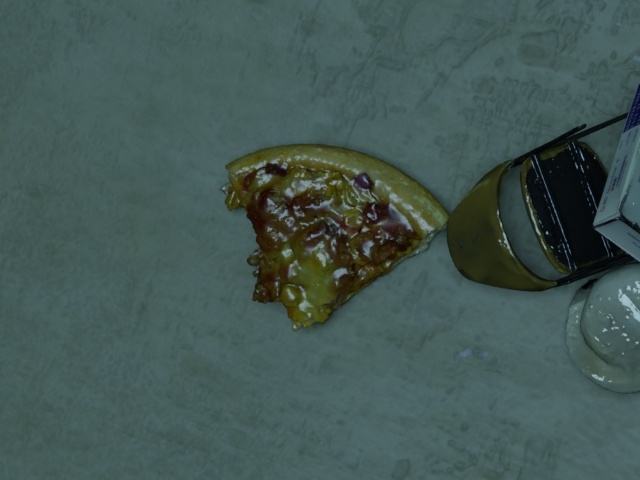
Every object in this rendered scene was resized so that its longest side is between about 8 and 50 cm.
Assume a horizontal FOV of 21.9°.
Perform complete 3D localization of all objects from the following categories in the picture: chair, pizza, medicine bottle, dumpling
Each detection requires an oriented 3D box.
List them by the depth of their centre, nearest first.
[{"bbox_3d":[0.387,-0.054,1.764,0.171,0.052,0.201,33,59,-20],"label":"medicine bottle"},{"bbox_3d":[0.280,-0.036,1.872,0.247,0.172,0.158,-27,81,56],"label":"chair"},{"bbox_3d":[0.365,0.098,1.876,0.176,0.092,0.150,-1,92,10],"label":"dumpling"},{"bbox_3d":[0.000,0.000,1.972,0.289,0.081,0.228,16,94,12],"label":"pizza"}]
